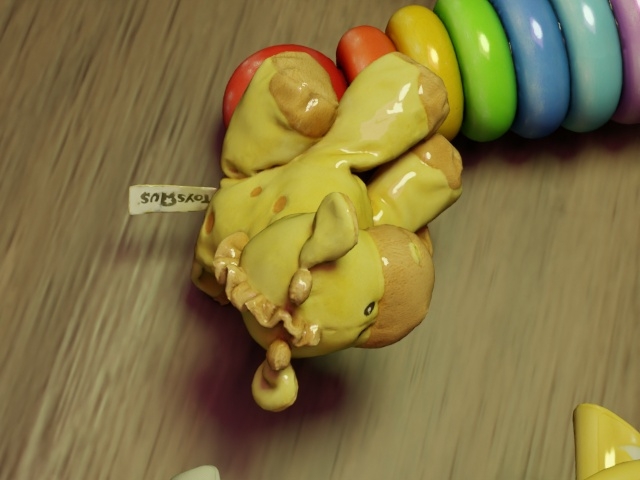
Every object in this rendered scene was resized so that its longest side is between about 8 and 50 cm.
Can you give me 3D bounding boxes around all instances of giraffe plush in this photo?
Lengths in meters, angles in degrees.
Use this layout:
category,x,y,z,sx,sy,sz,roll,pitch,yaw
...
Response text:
category,x,y,z,sx,sy,sz,roll,pitch,yaw
giraffe plush,0.000,0.000,0.794,0.210,0.181,0.170,-16,33,-6

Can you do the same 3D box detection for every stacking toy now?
category,x,y,z,sx,sy,sz,roll,pitch,yaw
stacking toy,0.096,-0.114,0.921,0.330,0.141,0.141,-15,70,-5

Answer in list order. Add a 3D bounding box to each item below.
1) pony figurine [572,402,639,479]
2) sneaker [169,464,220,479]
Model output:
category,x,y,z,sx,sy,sz,roll,pitch,yaw
pony figurine,0.174,0.299,0.651,0.351,0.303,0.363,36,65,7
sneaker,0.010,0.210,0.785,0.262,0.099,0.121,23,60,1
